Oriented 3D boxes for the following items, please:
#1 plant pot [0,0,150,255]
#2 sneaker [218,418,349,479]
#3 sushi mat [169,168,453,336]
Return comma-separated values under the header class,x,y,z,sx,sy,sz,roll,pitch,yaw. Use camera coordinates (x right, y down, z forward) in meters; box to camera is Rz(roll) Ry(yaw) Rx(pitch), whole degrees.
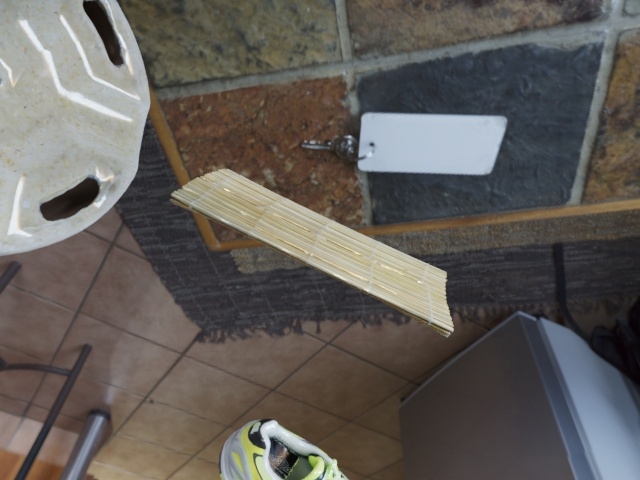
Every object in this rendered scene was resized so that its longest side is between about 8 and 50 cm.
class,x,y,z,sx,sy,sz,roll,pitch,yaw
plant pot,-0.317,-0.105,0.359,0.305,0.334,0.334,2,135,35
sneaker,0.001,0.451,0.790,0.384,0.145,0.147,34,132,-1
sushi mat,0.000,0.000,0.528,0.316,0.151,0.019,25,113,5
